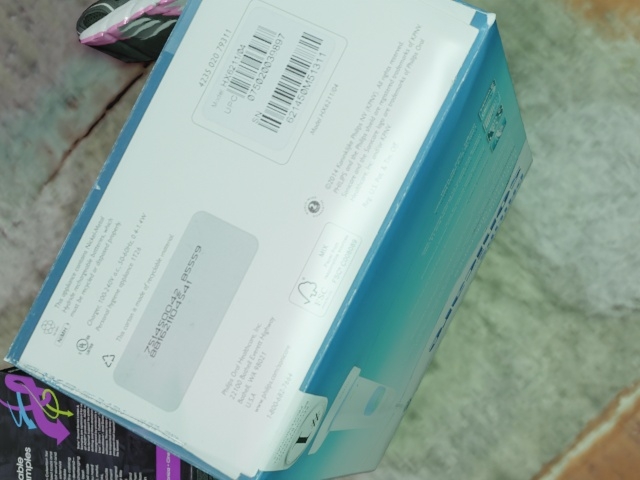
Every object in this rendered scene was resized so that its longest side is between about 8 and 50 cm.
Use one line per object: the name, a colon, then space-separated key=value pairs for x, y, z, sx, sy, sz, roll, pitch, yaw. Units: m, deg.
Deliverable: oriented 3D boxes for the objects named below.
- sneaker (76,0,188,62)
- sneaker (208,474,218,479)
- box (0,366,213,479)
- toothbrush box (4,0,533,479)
sneaker: x=-0.078 y=-0.181 z=0.833 sx=0.178 sy=0.072 sz=0.077 roll=-29 pitch=70 yaw=9
sneaker: x=-0.049 y=0.128 z=0.839 sx=0.098 sy=0.038 sz=0.069 roll=-24 pitch=85 yaw=27
box: x=-0.142 y=0.147 z=0.855 sx=0.162 sy=0.029 sz=0.116 roll=5 pitch=99 yaw=28
toothbrush box: x=0.000 y=0.000 z=0.664 sx=0.126 sy=0.295 sz=0.216 roll=26 pitch=89 yaw=15
